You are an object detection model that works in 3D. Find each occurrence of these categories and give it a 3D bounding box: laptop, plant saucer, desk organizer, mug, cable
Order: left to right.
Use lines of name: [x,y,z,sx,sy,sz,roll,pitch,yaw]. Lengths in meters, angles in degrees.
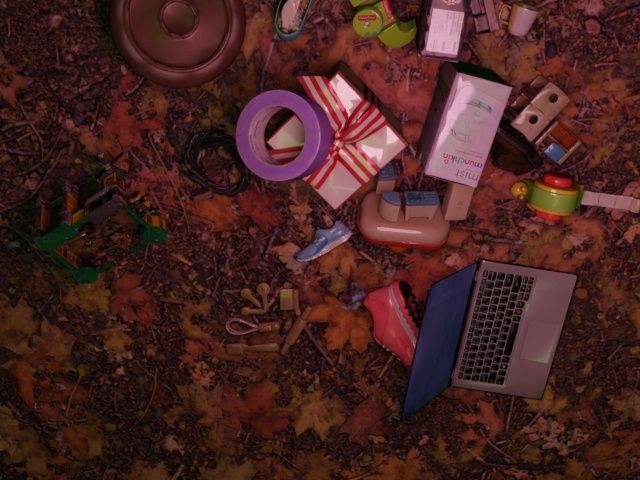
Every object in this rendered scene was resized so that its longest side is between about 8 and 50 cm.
plant saucer: [-0.322,-0.502,1.720,0.311,0.050,0.310,-2,103,-11]
cable: [-0.247,-0.190,1.888,0.185,0.047,0.150,31,104,-5]
desk organizer: [0.365,-0.533,1.716,0.050,0.047,0.130,-16,109,11]
laptop: [0.428,0.268,1.916,0.408,0.236,0.381,9,112,0]
mug: [0.451,-0.503,1.725,0.062,0.078,0.064,-3,125,-30]

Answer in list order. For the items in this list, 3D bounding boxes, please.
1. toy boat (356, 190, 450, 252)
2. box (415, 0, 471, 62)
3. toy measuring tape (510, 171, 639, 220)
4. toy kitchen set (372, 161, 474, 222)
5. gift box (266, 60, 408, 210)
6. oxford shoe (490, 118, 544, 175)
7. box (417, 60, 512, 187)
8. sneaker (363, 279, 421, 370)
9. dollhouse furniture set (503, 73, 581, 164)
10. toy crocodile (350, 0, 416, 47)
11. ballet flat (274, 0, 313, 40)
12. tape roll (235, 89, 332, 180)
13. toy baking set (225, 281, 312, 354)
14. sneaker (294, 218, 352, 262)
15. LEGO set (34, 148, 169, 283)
toy boat: [0.203,-0.027,1.886,0.231,0.150,0.151,6,141,2]
box: [0.268,-0.585,1.557,0.097,0.318,0.394,8,110,1]
toy measuring tape: [0.624,-0.095,1.832,0.330,0.121,0.121,9,111,0]
toy kitchen set: [0.239,-0.146,1.807,0.207,0.166,0.122,-2,139,-7]
gift box: [0.020,-0.249,1.731,0.276,0.258,0.255,39,108,-12]
oxford shoe: [0.436,-0.207,1.773,0.096,0.082,0.227,-35,139,21]
box: [0.310,-0.271,1.704,0.127,0.262,0.231,14,110,-2]
sneaker: [0.210,0.254,2.007,0.136,0.116,0.313,-16,105,22]
dollhouse furniture set: [0.542,-0.273,1.760,0.184,0.129,0.129,38,108,-10]
toy crocodile: [0.088,-0.563,1.663,0.105,0.115,0.340,-25,118,28]
ballet flat: [-0.044,-0.566,1.705,0.083,0.087,0.247,18,110,-3]
tape roll: [-0.077,-0.219,1.597,0.189,0.080,0.188,2,97,20]
toy baking set: [-0.145,0.219,2.043,0.197,0.030,0.256,25,110,-3]
sneaker: [0.000,0.000,1.942,0.162,0.063,0.073,-31,89,9]
LEGO set: [-0.553,-0.067,1.908,0.331,0.192,0.255,-35,135,18]
